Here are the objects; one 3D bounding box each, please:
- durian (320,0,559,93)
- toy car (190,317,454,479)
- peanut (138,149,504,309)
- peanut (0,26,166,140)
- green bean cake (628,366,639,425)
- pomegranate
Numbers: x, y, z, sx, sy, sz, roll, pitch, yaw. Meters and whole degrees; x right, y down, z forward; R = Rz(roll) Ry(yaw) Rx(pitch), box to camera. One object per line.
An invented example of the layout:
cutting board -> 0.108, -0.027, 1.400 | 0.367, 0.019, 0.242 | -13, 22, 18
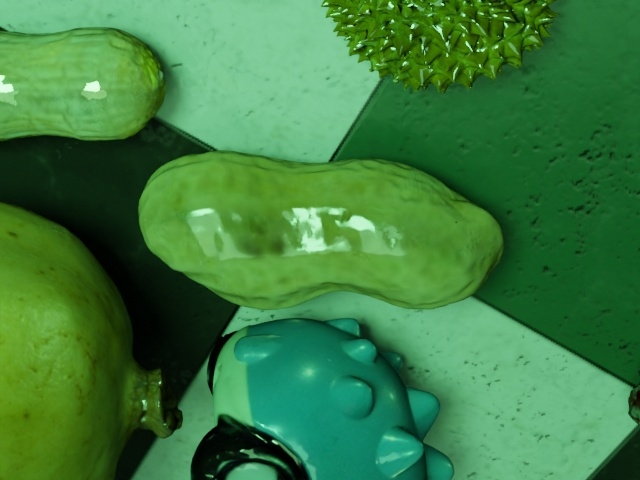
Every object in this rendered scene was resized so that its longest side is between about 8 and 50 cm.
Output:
durian -> 0.102, -0.177, 0.629 | 0.208, 0.102, 0.146 | -26, 105, 13
toy car -> 0.009, 0.178, 0.765 | 0.190, 0.188, 0.255 | -13, 114, 4
peanut -> 0.000, 0.000, 0.718 | 0.275, 0.111, 0.125 | 6, 121, 3
peanut -> -0.216, -0.114, 0.699 | 0.207, 0.087, 0.087 | 0, 116, 7
green bean cake -> 0.346, 0.083, 0.714 | 0.097, 0.198, 0.232 | 18, 101, -13
pomegranate -> -0.277, 0.116, 0.706 | 0.307, 0.307, 0.307 | 2, 116, 5
